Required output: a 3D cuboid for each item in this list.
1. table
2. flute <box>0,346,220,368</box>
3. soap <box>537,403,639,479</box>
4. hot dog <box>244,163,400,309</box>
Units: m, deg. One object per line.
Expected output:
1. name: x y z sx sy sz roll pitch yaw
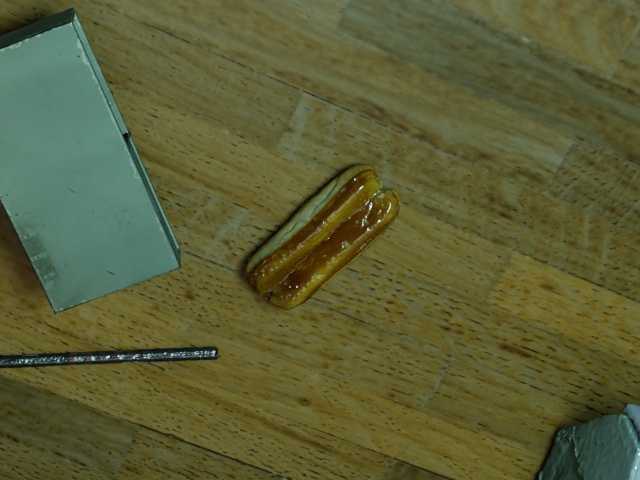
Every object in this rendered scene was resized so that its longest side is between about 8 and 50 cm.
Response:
1. table: -0.221 -0.078 1.483 0.121 0.111 0.240 -20 114 4
2. flute: -0.230 0.113 1.622 0.269 0.014 0.014 -2 114 -5
3. soap: 0.271 0.352 1.643 0.156 0.261 0.446 17 112 -10
4. hot dog: 0.000 0.000 1.576 0.165 0.045 0.071 -42 113 13
